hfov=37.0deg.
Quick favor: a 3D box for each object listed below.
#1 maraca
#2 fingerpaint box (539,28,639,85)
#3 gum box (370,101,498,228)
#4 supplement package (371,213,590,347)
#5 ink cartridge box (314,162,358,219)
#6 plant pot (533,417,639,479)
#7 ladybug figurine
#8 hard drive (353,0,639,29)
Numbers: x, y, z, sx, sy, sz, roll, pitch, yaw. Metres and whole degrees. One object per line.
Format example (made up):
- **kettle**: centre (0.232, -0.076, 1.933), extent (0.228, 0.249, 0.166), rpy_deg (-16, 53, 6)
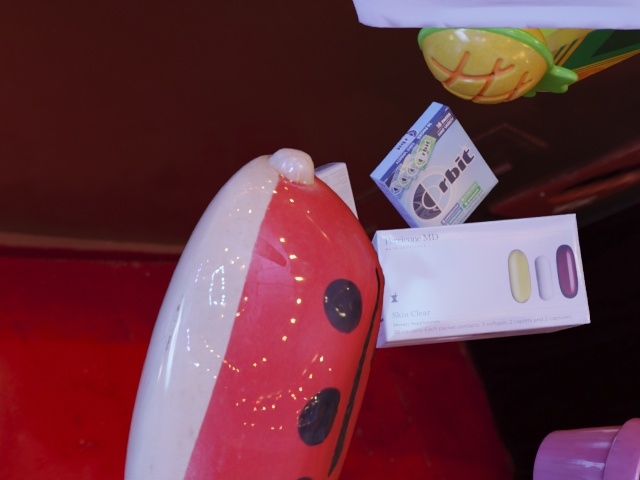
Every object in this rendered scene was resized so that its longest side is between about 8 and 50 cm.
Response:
- **maraca**: centre (0.180, -0.184, 0.975), extent (0.185, 0.127, 0.099), rpy_deg (19, 80, -40)
- **fingerpaint box**: centre (0.331, -0.454, 1.188), extent (0.163, 0.371, 0.445), rpy_deg (-4, 80, -33)
- **gum box**: centre (0.182, -0.097, 1.503), extent (0.041, 0.157, 0.184), rpy_deg (32, -12, 50)
- **supplement package**: centre (0.203, 0.060, 1.300), extent (0.204, 0.261, 0.145), rpy_deg (95, -10, -81)
- **ink cartridge box**: centre (0.000, 0.000, 1.263), extent (0.145, 0.045, 0.179), rpy_deg (-29, 113, -51)
- **plant pot**: centre (0.432, 0.364, 1.442), extent (0.201, 0.180, 0.201), rpy_deg (1, 88, -49)
- **ladybug figurine**: centre (-0.050, 0.136, 0.880), extent (0.305, 0.162, 0.449), rpy_deg (-46, 151, -62)
- **hard drive**: centre (0.071, -0.237, 0.425), extent (0.040, 0.210, 0.319), rpy_deg (-59, 143, -33)
